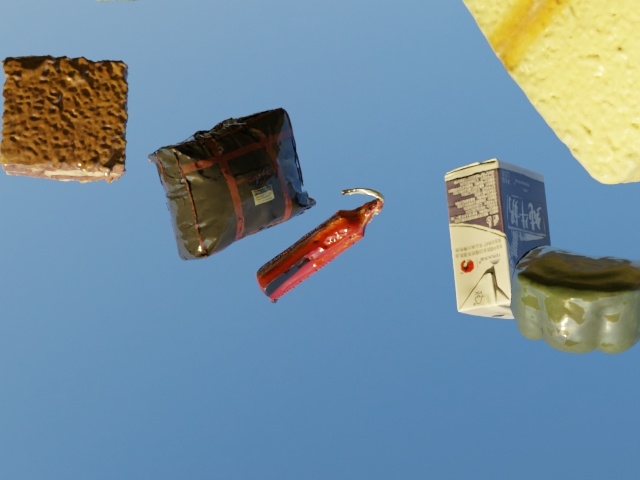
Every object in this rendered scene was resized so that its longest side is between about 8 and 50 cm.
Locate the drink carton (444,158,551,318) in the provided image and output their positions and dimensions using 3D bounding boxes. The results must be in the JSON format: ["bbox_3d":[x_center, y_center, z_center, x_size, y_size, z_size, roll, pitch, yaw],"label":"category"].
[{"bbox_3d":[0.272,0.002,1.597,0.102,0.134,0.222,-14,-106,39],"label":"drink carton"}]

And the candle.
[{"bbox_3d":[0.000,0.000,1.066,0.162,0.053,0.048,-37,-104,18],"label":"candle"}]

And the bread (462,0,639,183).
[{"bbox_3d":[0.207,-0.169,0.721,0.178,0.240,0.135,-10,154,-47],"label":"bread"}]

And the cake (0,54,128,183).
[{"bbox_3d":[-0.278,-0.125,1.149,0.135,0.134,0.147,3,171,-16],"label":"cake"}]

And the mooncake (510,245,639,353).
[{"bbox_3d":[0.320,0.067,1.298,0.169,0.104,0.175,-18,-153,-19],"label":"mooncake"}]

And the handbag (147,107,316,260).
[{"bbox_3d":[-0.126,-0.086,1.511,0.215,0.169,0.155,-25,-172,-32],"label":"handbag"}]
